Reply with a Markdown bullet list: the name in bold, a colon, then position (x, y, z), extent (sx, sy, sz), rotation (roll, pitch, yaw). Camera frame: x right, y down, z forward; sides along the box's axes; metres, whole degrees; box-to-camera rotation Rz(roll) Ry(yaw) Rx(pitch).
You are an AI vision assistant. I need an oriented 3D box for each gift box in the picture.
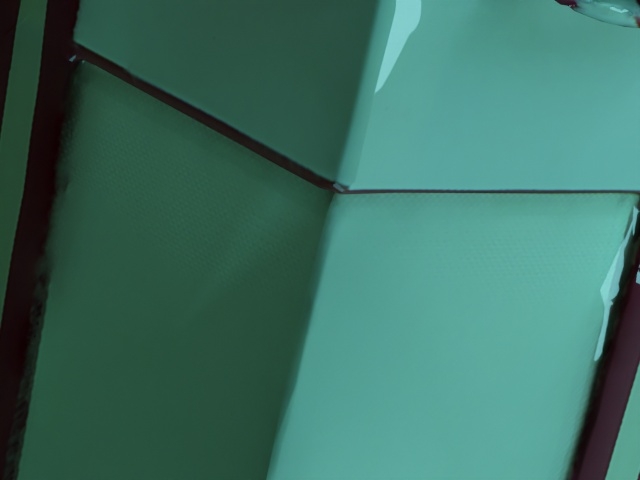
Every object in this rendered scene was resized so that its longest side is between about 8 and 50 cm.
- **gift box**: position (0.000, 0.000, 0.487), extent (0.276, 0.258, 0.255), rotation (-2, -159, -46)
